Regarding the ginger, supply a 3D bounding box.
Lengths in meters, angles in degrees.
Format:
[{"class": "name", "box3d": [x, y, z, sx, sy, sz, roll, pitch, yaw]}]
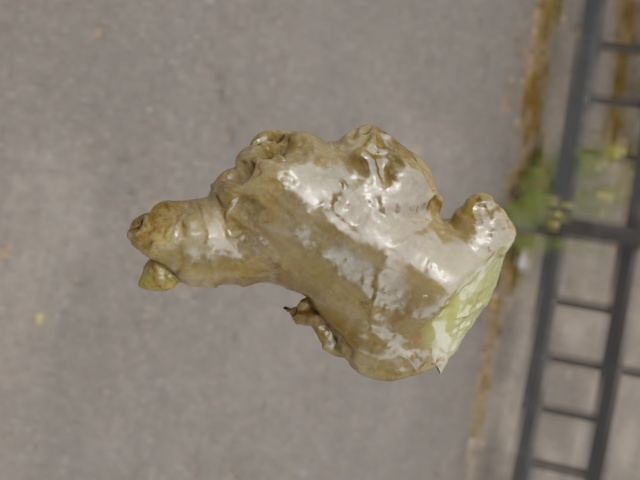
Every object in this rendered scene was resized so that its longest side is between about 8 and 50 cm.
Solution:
[{"class": "ginger", "box3d": [0.003, -0.004, 1.015, 0.074, 0.213, 0.137, 161, -49, -88]}]
